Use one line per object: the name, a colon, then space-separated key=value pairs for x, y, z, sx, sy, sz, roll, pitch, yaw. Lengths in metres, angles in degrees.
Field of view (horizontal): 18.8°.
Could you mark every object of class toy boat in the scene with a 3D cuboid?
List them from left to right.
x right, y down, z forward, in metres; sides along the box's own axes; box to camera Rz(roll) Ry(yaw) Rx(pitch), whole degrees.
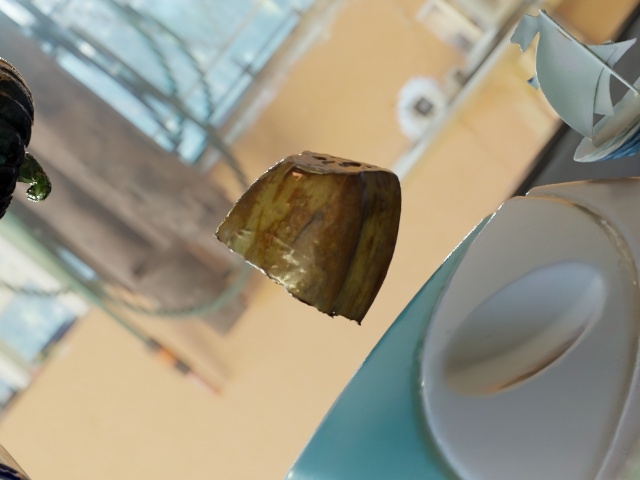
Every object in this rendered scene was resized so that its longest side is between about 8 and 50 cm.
toy boat: x=0.209 y=-0.113 z=1.502 sx=0.034 sy=0.149 sz=0.105 roll=-132 pitch=57 yaw=-64

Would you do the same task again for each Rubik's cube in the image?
Rubik's cube: x=0.231 y=0.183 z=1.341 sx=0.352 sy=0.347 sz=0.351 roll=-49 pitch=25 yaw=-23

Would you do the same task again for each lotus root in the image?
lotus root: x=0.001 y=-0.004 z=1.595 sx=0.135 sy=0.159 sz=0.095 roll=-67 pitch=22 yaw=10

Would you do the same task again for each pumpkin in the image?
pumpkin: x=-0.338 y=-0.088 z=1.799 sx=0.150 sy=0.194 sz=0.194 roll=-2 pitch=-37 yaw=-43

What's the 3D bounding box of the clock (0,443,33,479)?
clock: x=-0.293 y=0.235 z=1.348 sx=0.230 sy=0.230 sz=0.083 roll=-51 pitch=44 yaw=5
